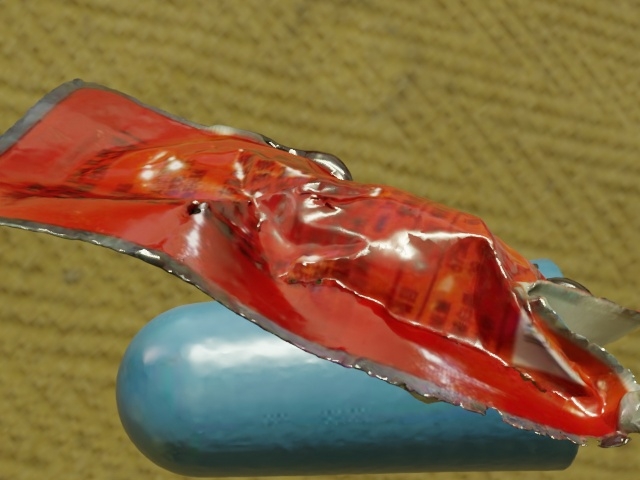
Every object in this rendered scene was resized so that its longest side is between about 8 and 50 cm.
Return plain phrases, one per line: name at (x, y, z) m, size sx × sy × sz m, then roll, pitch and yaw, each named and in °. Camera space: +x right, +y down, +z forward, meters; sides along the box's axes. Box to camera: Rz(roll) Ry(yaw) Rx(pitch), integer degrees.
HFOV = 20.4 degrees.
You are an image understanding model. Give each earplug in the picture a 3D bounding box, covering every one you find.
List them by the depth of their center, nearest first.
earplug at (0.012, 0.085, 1.086) m, size 0.273 × 0.132 × 0.132 m, roll -4°, pitch 70°, yaw -9°

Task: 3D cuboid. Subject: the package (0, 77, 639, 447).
package at (0.000, 0.000, 0.676) m, size 0.269 × 0.194 × 0.071 m, roll 25°, pitch 102°, yaw 5°
